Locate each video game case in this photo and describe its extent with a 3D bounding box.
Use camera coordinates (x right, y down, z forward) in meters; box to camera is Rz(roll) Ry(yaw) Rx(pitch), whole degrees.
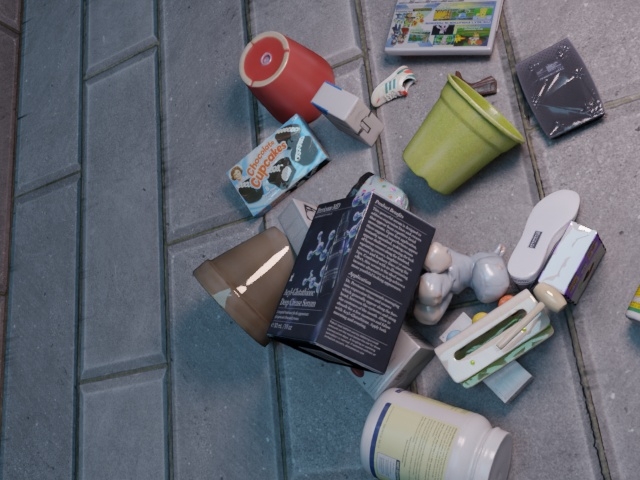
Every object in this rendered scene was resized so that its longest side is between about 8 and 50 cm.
[{"bbox_3d":[0.384,-0.699,1.958,0.329,0.036,0.300,8,73,25],"label":"video game case"}]

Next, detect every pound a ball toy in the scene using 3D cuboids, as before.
[{"bbox_3d":[0.430,0.212,1.555,0.319,0.208,0.135,-36,61,9],"label":"pound a ball toy"}]

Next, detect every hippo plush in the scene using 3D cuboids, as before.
[{"bbox_3d":[0.376,0.115,1.701,0.237,0.294,0.234,8,100,6],"label":"hippo plush"}]

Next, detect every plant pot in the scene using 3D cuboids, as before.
[{"bbox_3d":[-0.123,-0.547,2.125,0.275,0.243,0.275,-8,73,27],"label":"plant pot"},{"bbox_3d":[0.372,-0.274,1.774,0.254,0.276,0.276,-48,58,23],"label":"plant pot"},{"bbox_3d":[-0.180,0.118,1.969,0.280,0.323,0.323,-43,58,-7],"label":"plant pot"}]

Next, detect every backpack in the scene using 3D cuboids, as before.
[{"bbox_3d":[0.175,-0.113,1.904,0.182,0.115,0.152,32,81,27],"label":"backpack"}]

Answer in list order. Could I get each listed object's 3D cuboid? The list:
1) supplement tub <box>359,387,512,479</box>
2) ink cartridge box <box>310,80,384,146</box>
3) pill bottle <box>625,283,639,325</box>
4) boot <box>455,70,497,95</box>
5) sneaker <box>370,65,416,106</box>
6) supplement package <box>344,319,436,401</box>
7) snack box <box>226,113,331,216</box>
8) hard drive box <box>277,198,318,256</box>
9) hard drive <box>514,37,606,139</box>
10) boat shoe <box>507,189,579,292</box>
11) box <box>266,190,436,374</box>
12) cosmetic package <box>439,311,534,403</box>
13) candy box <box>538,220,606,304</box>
[{"bbox_3d":[0.288,0.523,1.600,0.325,0.235,0.235,12,83,32],"label":"supplement tub"},{"bbox_3d":[0.087,-0.389,1.985,0.148,0.203,0.086,34,93,32],"label":"ink cartridge box"},{"bbox_3d":[0.806,0.109,1.482,0.117,0.117,0.208,27,90,33],"label":"pill bottle"},{"bbox_3d":[0.460,-0.468,1.887,0.114,0.037,0.106,-17,82,29],"label":"boot"},{"bbox_3d":[0.230,-0.471,2.009,0.161,0.057,0.075,-42,54,10],"label":"sneaker"},{"bbox_3d":[0.172,0.304,1.776,0.203,0.149,0.194,43,100,31],"label":"supplement package"},{"bbox_3d":[-0.142,-0.246,2.137,0.322,0.060,0.187,-38,76,16],"label":"snack box"},{"bbox_3d":[0.000,0.000,1.915,0.089,0.181,0.232,-49,50,24],"label":"hard drive box"},{"bbox_3d":[0.653,-0.409,1.750,0.172,0.054,0.254,-26,65,22],"label":"hard drive"},{"bbox_3d":[0.583,0.004,1.653,0.108,0.102,0.301,15,63,39],"label":"boat shoe"},{"bbox_3d":[0.073,0.107,1.630,0.293,0.212,0.395,-10,55,63],"label":"box"},{"bbox_3d":[0.432,0.306,1.677,0.099,0.060,0.239,-47,59,5],"label":"cosmetic package"},{"bbox_3d":[0.615,0.060,1.559,0.070,0.196,0.165,29,92,32],"label":"candy box"}]
